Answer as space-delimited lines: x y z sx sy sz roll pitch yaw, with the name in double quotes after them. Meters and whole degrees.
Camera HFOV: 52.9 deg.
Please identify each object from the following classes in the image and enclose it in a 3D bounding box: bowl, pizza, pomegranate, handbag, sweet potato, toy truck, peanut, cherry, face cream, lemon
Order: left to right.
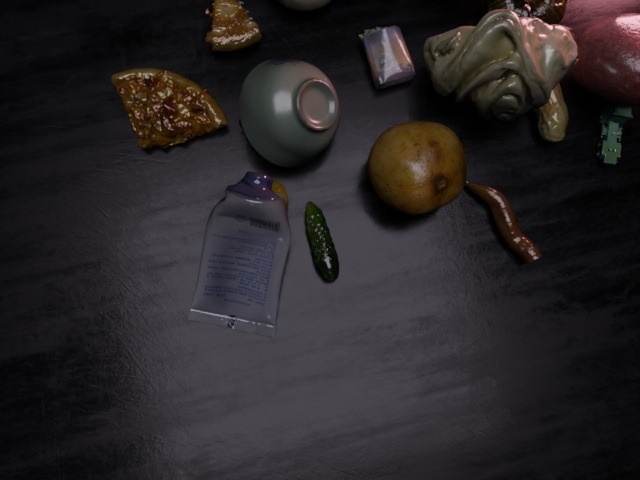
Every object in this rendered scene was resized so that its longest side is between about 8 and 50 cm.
-0.420 -0.346 1.732 0.335 0.086 0.226 24 79 -1 "pizza"
-0.260 -0.614 1.791 0.154 0.069 0.194 -17 76 -6 "pizza"
-0.194 0.033 1.642 0.234 0.137 0.421 12 102 -1 "face cream"
-0.127 -0.111 1.715 0.082 0.082 0.111 -22 83 -6 "lemon"
-0.051 -0.339 1.655 0.289 0.146 0.290 1 89 -37 "bowl"
0.186 -0.519 1.790 0.117 0.095 0.173 -17 86 -9 "handbag"
0.252 -0.192 1.673 0.260 0.260 0.261 1 81 -3 "pomegranate"
0.501 -0.062 1.756 0.067 0.059 0.281 -35 80 27 "sweet potato"
0.634 -0.378 1.796 0.098 0.090 0.215 -12 81 -17 "peanut"
0.823 -0.300 1.800 0.067 0.081 0.175 11 81 0 "toy truck"
0.826 -0.486 1.744 0.261 0.221 0.307 -20 51 -10 "cherry"

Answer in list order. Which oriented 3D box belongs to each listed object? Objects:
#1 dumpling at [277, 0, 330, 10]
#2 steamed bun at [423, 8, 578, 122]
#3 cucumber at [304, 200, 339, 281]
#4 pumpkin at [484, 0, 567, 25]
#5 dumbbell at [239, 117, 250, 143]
-0.031 -0.735 1.743 0.243 0.227 0.175 -30 86 -15 "dumpling"
0.466 -0.429 1.671 0.393 0.346 0.238 -1 87 15 "steamed bun"
0.000 0.000 1.715 0.069 0.069 0.228 -15 79 -6 "cucumber"
0.575 -0.665 1.803 0.223 0.157 0.224 0 87 7 "pumpkin"
-0.125 -0.367 1.747 0.110 0.110 0.255 33 75 2 "dumbbell"
